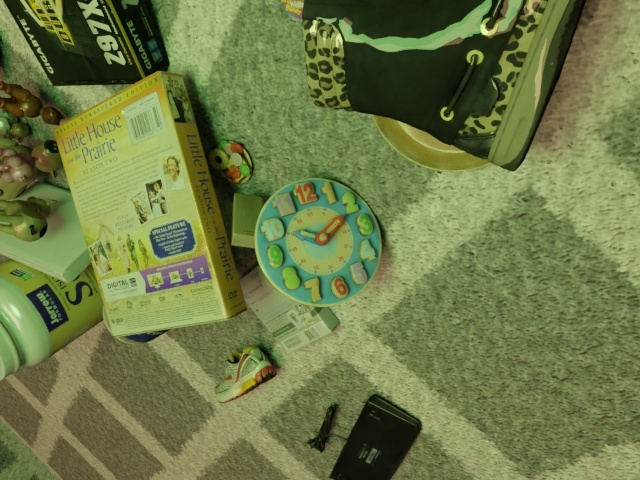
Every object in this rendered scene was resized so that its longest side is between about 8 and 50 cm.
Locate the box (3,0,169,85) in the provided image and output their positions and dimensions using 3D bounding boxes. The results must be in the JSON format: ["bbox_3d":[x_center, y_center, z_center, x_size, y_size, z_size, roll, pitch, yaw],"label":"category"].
[{"bbox_3d":[-0.425,-0.422,0.792,0.257,0.079,0.322,8,134,26],"label":"box"}]

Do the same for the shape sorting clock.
[{"bbox_3d":[0.000,0.000,0.747,0.206,0.206,0.040,45,158,2],"label":"shape sorting clock"}]

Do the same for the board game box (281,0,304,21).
[{"bbox_3d":[0.004,-0.353,0.645,0.168,0.033,0.133,28,127,16],"label":"board game box"}]

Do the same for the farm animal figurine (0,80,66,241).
[{"bbox_3d":[-0.653,-0.151,1.048,0.326,0.172,0.330,-6,76,36],"label":"farm animal figurine"}]

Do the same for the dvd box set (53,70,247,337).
[{"bbox_3d":[-0.318,-0.046,0.871,0.307,0.062,0.421,-14,93,29],"label":"dvd box set"}]

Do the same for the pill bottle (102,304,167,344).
[{"bbox_3d":[-0.355,0.122,1.053,0.264,0.153,0.153,-31,97,39],"label":"pill bottle"}]

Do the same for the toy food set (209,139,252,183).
[{"bbox_3d":[-0.160,-0.142,0.871,0.082,0.020,0.083,-31,97,39],"label":"toy food set"}]

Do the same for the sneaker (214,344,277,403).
[{"bbox_3d":[-0.183,0.307,1.112,0.225,0.088,0.093,-42,70,40],"label":"sneaker"}]

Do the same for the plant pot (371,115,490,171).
[{"bbox_3d":[0.172,-0.207,0.626,0.236,0.032,0.236,14,122,25],"label":"plant pot"}]

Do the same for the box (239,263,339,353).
[{"bbox_3d":[-0.071,0.125,0.957,0.145,0.038,0.186,-36,96,39],"label":"box"}]

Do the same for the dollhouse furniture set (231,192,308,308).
[{"bbox_3d":[-0.085,0.018,0.837,0.151,0.144,0.123,7,128,-15],"label":"dollhouse furniture set"}]

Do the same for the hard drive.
[{"bbox_3d":[-0.609,-0.030,1.090,0.307,0.203,0.040,17,142,22],"label":"hard drive"}]

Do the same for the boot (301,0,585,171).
[{"bbox_3d":[0.130,-0.280,0.509,0.284,0.138,0.377,19,129,22],"label":"boot"}]

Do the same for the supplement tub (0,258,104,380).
[{"bbox_3d":[-0.651,0.140,1.126,0.241,0.331,0.241,14,123,24],"label":"supplement tub"}]

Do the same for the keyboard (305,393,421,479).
[{"bbox_3d":[0.079,0.441,1.050,0.201,0.033,0.317,24,125,10],"label":"keyboard"}]
